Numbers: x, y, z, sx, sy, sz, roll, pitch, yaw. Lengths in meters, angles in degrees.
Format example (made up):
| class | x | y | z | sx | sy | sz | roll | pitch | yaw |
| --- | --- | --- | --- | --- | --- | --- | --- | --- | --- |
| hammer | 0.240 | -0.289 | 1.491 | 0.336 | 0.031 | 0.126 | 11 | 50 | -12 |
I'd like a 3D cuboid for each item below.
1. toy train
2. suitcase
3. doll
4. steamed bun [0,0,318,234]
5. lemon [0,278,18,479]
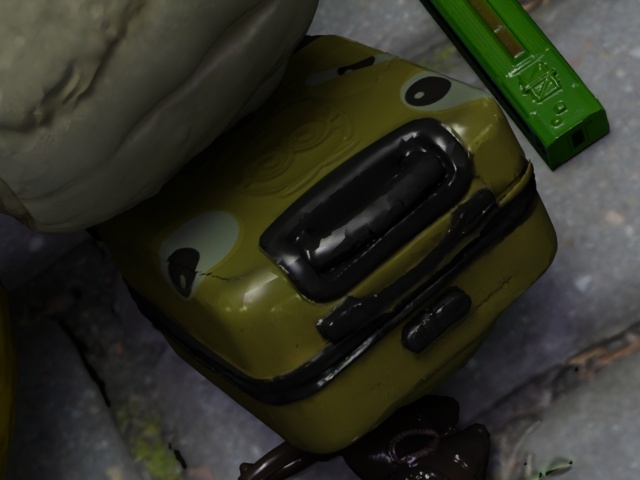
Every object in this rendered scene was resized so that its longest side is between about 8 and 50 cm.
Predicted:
| class | x | y | z | sx | sy | sz | roll | pitch | yaw |
| --- | --- | --- | --- | --- | --- | --- | --- | --- | --- |
| toy train | 0.098 | -0.138 | 0.962 | 0.044 | 0.042 | 0.209 | -34 | 65 | 0 |
| suitcase | 0.000 | 0.000 | 0.851 | 0.194 | 0.143 | 0.235 | -38 | 33 | -15 |
| doll | 0.037 | 0.110 | 0.879 | 0.165 | 0.057 | 0.139 | -45 | 62 | -10 |
| steamed bun | -0.148 | -0.133 | 0.810 | 0.247 | 0.236 | 0.383 | -45 | 28 | -10 |
| lemon | -0.334 | 0.101 | 0.831 | 0.350 | 0.350 | 0.387 | -2 | 72 | 15 |
